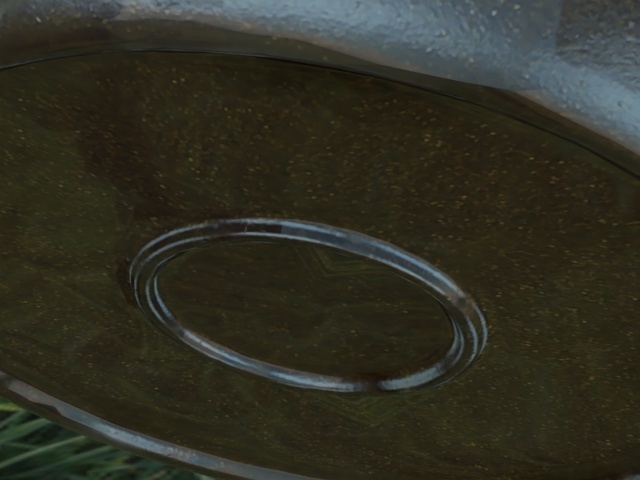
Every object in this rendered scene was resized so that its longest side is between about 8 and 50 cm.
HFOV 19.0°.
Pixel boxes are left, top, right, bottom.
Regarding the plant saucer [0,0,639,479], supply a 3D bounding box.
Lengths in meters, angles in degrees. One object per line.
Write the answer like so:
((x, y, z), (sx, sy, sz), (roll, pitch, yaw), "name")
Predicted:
((0.000, 0.000, 0.471), (0.311, 0.310, 0.050), (21, 61, -18), "plant saucer")
